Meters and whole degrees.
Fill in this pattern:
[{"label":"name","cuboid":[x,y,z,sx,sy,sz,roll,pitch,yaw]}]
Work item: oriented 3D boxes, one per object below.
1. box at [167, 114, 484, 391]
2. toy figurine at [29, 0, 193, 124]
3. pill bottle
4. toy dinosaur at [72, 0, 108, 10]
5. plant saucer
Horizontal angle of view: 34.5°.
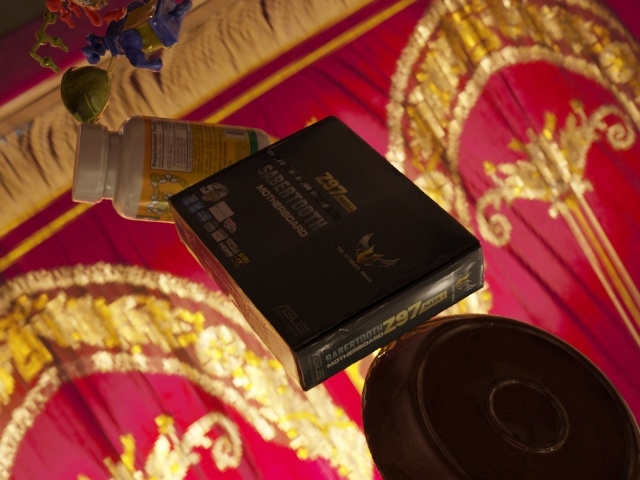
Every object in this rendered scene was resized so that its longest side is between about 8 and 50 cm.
[{"label":"box","cuboid":[0.000,0.000,0.894,0.183,0.059,0.232,-28,-133,-17]},{"label":"toy figurine","cuboid":[-0.330,-0.376,1.778,0.217,0.191,0.362,-18,-145,15]},{"label":"pill bottle","cuboid":[-0.167,-0.078,1.152,0.208,0.117,0.117,5,179,-17]},{"label":"toy dinosaur","cuboid":[-0.335,-0.461,1.354,0.218,0.164,0.322,-45,159,-19]},{"label":"plant saucer","cuboid":[0.193,0.182,1.010,0.310,0.311,0.050,-42,161,-45]}]
